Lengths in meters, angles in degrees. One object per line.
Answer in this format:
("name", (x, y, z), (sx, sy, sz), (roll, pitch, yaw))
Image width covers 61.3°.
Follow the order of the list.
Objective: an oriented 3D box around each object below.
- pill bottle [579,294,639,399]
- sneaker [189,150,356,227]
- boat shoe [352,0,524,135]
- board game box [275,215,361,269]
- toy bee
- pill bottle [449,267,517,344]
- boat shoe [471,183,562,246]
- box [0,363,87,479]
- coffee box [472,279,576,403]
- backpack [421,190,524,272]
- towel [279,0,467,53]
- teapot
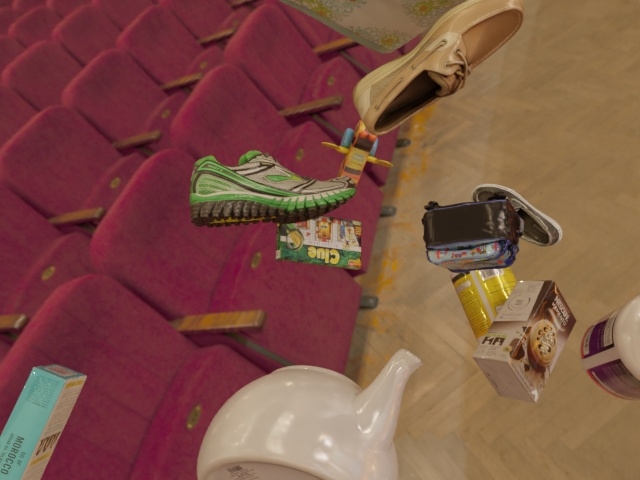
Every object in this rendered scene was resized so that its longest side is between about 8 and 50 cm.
("pill bottle", (0.626, 0.202, 1.021), (0.181, 0.323, 0.181), (-3, 71, 8))
("sneaker", (-0.084, -0.112, 1.063), (0.343, 0.146, 0.134), (-3, -9, -26))
("boat shoe", (0.221, -0.308, 0.978), (0.341, 0.121, 0.110), (-33, 50, 19))
("board game box", (0.000, 0.000, 1.440), (0.030, 0.260, 0.136), (-11, 74, 55))
("toy bee", (0.100, -0.266, 1.477), (0.195, 0.298, 0.162), (-3, 20, 0))
("pill bottle", (0.553, 0.219, 1.701), (0.188, 0.188, 0.334), (-22, 70, 10))
("boat shoe", (0.649, -0.092, 1.815), (0.335, 0.121, 0.119), (33, 25, 27))
("box", (-0.481, 0.332, 0.893), (0.060, 0.100, 0.244), (22, 79, 0))
("coffee box", (0.566, 0.269, 1.485), (0.297, 0.168, 0.119), (-49, 23, -28))
("backpack", (0.278, -0.004, 0.954), (0.158, 0.173, 0.117), (-7, 74, 31))
("towel", (0.115, -0.541, 1.128), (0.320, 0.374, 0.090), (-11, 70, 56))
("teapot", (-0.020, 0.246, 0.674), (0.256, 0.252, 0.187), (8, 39, 9))
